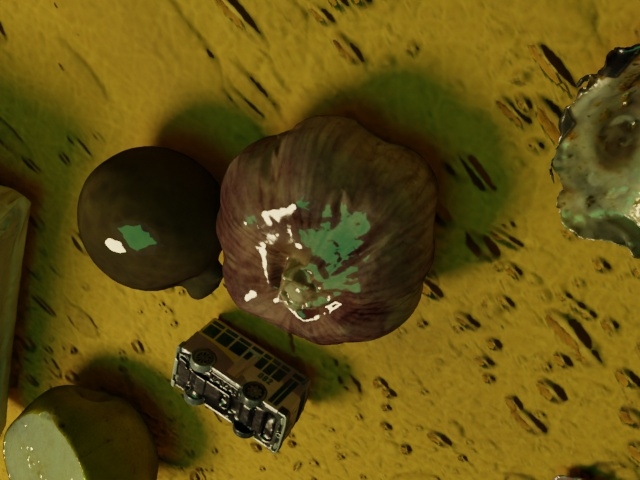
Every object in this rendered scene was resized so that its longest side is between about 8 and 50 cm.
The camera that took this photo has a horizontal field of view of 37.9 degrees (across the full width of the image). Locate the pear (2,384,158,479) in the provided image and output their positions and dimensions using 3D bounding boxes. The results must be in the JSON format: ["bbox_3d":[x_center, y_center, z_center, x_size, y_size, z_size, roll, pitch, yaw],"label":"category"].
[{"bbox_3d":[-0.204,0.194,0.829,0.141,0.104,0.141,7,101,37],"label":"pear"}]

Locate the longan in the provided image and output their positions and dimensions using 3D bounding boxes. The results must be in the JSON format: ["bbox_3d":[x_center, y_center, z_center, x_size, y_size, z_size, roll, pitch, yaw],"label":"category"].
[{"bbox_3d":[-0.109,-0.008,0.637,0.106,0.106,0.119,-24,111,39],"label":"longan"}]

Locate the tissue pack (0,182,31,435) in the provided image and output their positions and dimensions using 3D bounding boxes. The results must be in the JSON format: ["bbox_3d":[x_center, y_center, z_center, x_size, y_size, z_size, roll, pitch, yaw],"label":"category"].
[{"bbox_3d":[-0.472,0.027,0.806,0.405,0.205,0.331,29,131,10],"label":"tissue pack"}]

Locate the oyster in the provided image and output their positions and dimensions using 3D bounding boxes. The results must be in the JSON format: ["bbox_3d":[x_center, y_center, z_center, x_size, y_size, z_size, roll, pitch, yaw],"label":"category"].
[{"bbox_3d":[0.171,-0.049,0.468,0.103,0.051,0.148,27,151,21],"label":"oyster"}]

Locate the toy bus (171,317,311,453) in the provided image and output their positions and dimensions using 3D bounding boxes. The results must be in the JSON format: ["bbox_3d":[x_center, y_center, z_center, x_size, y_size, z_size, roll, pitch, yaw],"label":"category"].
[{"bbox_3d":[-0.058,0.110,0.712,0.102,0.058,0.052,30,132,17],"label":"toy bus"}]

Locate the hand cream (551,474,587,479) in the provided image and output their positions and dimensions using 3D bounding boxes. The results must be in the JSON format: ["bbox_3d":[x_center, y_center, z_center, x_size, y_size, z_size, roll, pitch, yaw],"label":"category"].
[{"bbox_3d":[0.304,0.256,0.592,0.341,0.078,0.124,17,128,26],"label":"hand cream"}]

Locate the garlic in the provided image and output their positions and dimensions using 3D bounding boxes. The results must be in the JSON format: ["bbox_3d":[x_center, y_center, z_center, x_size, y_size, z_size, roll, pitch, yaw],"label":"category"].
[{"bbox_3d":[0.000,0.000,0.573,0.147,0.102,0.159,46,131,-2],"label":"garlic"}]
